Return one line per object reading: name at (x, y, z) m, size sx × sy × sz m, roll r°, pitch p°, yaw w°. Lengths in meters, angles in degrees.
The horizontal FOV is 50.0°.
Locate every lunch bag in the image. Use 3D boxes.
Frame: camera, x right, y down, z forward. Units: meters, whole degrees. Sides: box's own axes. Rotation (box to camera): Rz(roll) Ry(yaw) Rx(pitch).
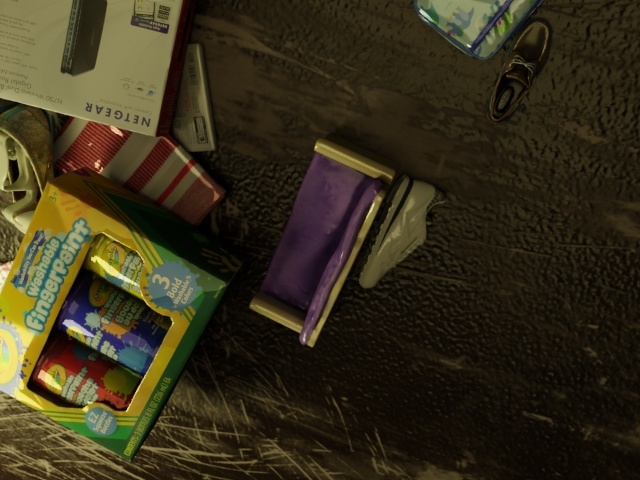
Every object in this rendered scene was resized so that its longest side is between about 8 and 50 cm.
lunch bag at (0.272, -0.413, 1.096) m, size 0.176 × 0.090 × 0.219 m, roll 39°, pitch 113°, yaw -3°

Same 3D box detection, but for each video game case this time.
video game case at (-0.299, -0.269, 1.327) m, size 0.183 × 0.023 × 0.201 m, roll -2°, pitch 108°, yaw 15°

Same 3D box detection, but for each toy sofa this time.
toy sofa at (0.000, 0.000, 1.250) m, size 0.150 × 0.177 × 0.363 m, roll 26°, pitch 112°, yaw 5°

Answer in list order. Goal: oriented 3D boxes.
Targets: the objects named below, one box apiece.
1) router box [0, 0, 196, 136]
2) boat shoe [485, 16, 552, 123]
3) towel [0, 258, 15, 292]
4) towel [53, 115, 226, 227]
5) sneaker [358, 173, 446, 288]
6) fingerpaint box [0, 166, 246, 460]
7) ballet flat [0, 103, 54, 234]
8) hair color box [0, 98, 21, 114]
router box at (-0.412, -0.372, 1.240) m, size 0.335 × 0.082 × 0.301 m, roll 14°, pitch 100°, yaw 2°
boat shoe at (0.331, -0.276, 1.133) m, size 0.066 × 0.066 × 0.183 m, roll 21°, pitch 111°, yaw 7°
towel at (-0.671, 0.112, 1.541) m, size 0.197 × 0.029 × 0.144 m, roll -12°, pitch 103°, yaw 18°
towel at (-0.373, -0.134, 1.362) m, size 0.329 × 0.037 × 0.237 m, roll 45°, pitch 116°, yaw -5°
sneaker at (0.143, -0.002, 1.264) m, size 0.094 × 0.090 × 0.235 m, roll 21°, pitch 115°, yaw -8°
fingerpaint box at (-0.416, 0.145, 1.338) m, size 0.371 × 0.163 × 0.445 m, roll 30°, pitch 107°, yaw -2°
ballet flat at (-0.583, -0.100, 1.366) m, size 0.123 × 0.123 × 0.349 m, roll 13°, pitch 124°, yaw 11°
hair color box at (-0.762, -0.202, 1.379) m, size 0.174 × 0.105 × 0.347 m, roll 42°, pitch 115°, yaw -5°
